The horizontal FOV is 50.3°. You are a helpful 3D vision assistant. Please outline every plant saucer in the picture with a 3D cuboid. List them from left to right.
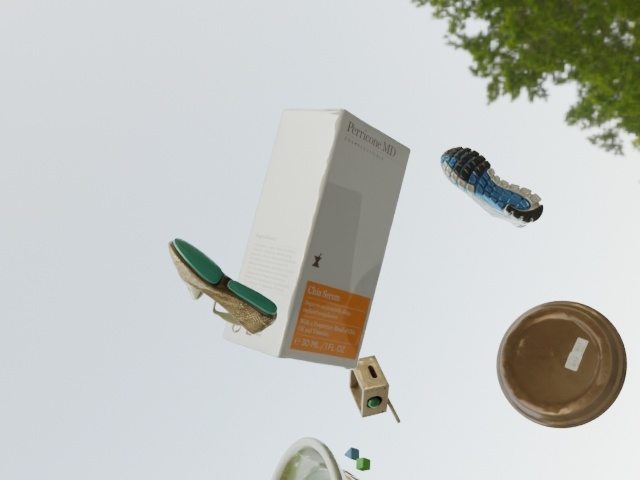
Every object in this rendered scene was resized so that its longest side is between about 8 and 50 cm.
[{"bbox_3d":[-0.012,0.603,1.358,0.101,0.400,0.400,16,-93,-22],"label":"plant saucer"},{"bbox_3d":[0.502,0.256,1.453,0.041,0.278,0.277,33,-105,-47],"label":"plant saucer"}]

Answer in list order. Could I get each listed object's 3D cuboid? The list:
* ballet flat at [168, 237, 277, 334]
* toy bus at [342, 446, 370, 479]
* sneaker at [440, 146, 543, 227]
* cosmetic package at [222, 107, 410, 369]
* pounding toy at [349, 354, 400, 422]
[{"bbox_3d":[-0.165,0.080,1.069,0.067,0.206,0.073,-53,0,21],"label":"ballet flat"},{"bbox_3d":[0.086,0.645,1.706,0.104,0.191,0.202,28,-143,-33],"label":"toy bus"},{"bbox_3d":[0.277,-0.081,1.147,0.071,0.191,0.083,-47,-12,-13],"label":"sneaker"},{"bbox_3d":[0.000,0.000,1.305,0.230,0.162,0.453,19,-97,-47],"label":"cosmetic package"},{"bbox_3d":[0.145,0.401,1.806,0.100,0.141,0.130,-10,-51,-13],"label":"pounding toy"}]
